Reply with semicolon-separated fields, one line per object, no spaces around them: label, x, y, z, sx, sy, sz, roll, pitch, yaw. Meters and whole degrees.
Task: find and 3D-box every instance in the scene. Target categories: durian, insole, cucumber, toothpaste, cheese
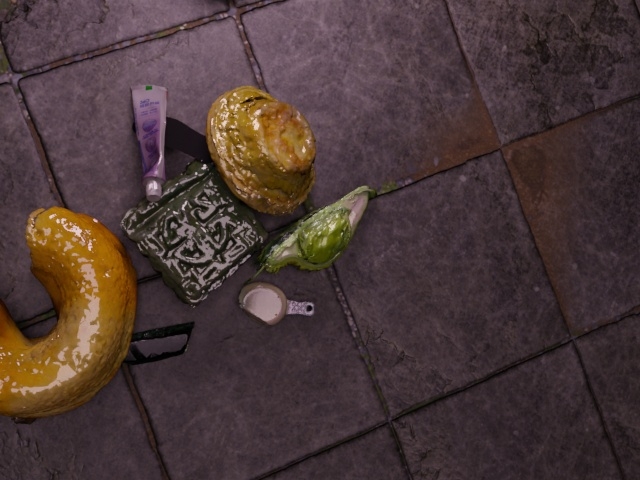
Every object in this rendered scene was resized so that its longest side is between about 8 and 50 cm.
durian;-0.005;-0.003;1.599;0.375;0.132;0.106;-36;71;-20
insole;-0.302;-0.219;1.546;0.232;0.003;0.080;24;63;19
cucumber;-0.372;0.228;1.542;0.220;0.046;0.070;-9;95;-11
toothpaste;-0.354;-0.212;1.517;0.075;0.048;0.300;-16;60;12
cheese;-0.101;0.149;1.600;0.171;0.047;0.092;26;82;-10

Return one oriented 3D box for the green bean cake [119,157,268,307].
green bean cake;-0.266;-0.020;1.537;0.241;0.132;0.255;-38;94;-8

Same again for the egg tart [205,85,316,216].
egg tart;-0.104;-0.200;1.526;0.294;0.123;0.293;22;56;-37

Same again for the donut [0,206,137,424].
donut;-0.558;0.151;1.421;0.435;0.163;0.377;-35;86;-13
